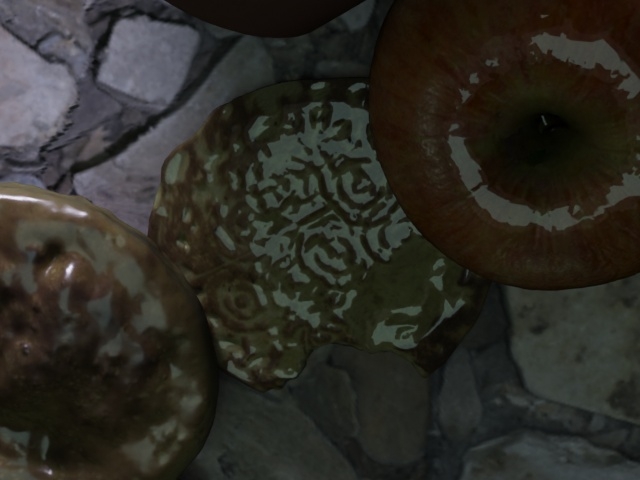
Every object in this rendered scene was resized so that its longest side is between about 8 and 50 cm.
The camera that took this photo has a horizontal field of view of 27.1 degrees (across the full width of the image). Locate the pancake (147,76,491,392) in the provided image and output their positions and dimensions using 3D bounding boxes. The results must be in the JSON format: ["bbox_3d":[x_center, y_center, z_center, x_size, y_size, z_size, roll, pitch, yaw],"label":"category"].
[{"bbox_3d":[0.000,0.000,0.853,0.235,0.029,0.211,0,106,9],"label":"pancake"}]

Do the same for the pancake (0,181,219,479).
[{"bbox_3d":[-0.187,0.082,0.863,0.242,0.050,0.241,1,105,5],"label":"pancake"}]

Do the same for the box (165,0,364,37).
[{"bbox_3d":[-0.022,-0.253,0.647,0.301,0.301,0.216,42,116,-5],"label":"box"}]

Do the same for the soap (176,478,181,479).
[{"bbox_3d":[-0.144,0.210,0.935,0.140,0.045,0.089,-19,106,13],"label":"soap"}]

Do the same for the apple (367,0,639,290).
[{"bbox_3d":[0.131,-0.079,0.724,0.211,0.188,0.211,4,108,12],"label":"apple"}]
